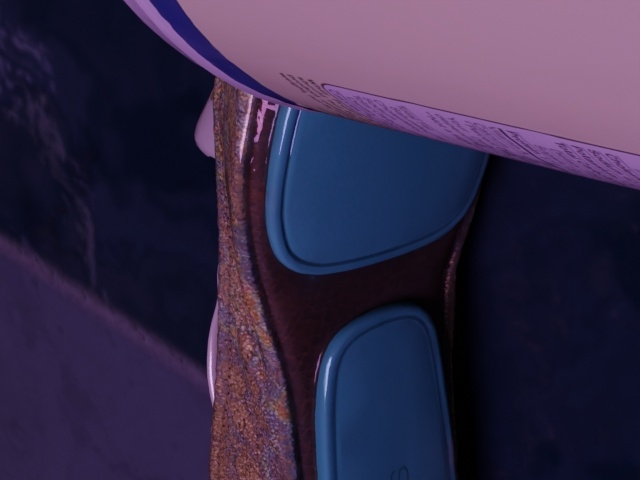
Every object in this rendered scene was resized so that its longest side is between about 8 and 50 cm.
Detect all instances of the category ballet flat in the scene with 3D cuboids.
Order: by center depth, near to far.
[{"bbox_3d":[0.000,0.000,0.697,0.123,0.123,0.348,19,120,34],"label":"ballet flat"}]

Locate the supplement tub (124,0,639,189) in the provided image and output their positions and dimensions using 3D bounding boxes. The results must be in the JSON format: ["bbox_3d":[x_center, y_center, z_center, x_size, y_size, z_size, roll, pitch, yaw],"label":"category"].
[{"bbox_3d":[0.105,-0.125,0.427,0.325,0.235,0.235,17,119,46],"label":"supplement tub"}]
